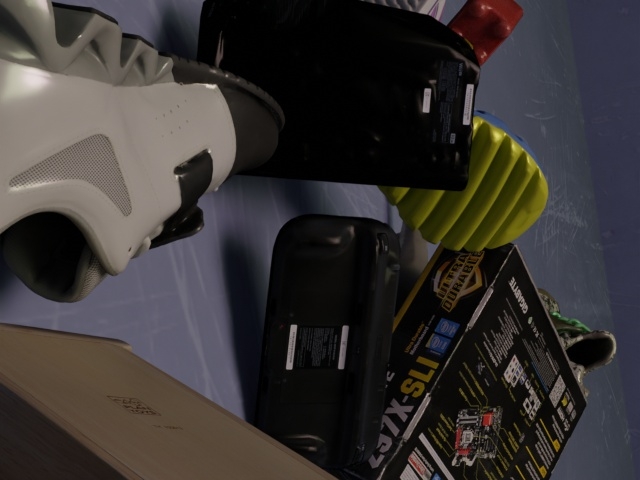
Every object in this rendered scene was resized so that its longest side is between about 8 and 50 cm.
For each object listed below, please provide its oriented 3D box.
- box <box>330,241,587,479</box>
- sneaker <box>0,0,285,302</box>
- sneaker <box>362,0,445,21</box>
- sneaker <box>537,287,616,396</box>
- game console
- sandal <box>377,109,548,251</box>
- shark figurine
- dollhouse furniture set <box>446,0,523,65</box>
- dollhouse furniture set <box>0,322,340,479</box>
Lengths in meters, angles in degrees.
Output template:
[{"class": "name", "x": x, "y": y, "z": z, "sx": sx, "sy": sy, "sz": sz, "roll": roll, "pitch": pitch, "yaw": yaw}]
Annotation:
[{"class": "box", "x": 0.145, "y": 0.181, "z": 1.046, "sx": 0.257, "sy": 0.079, "sz": 0.322, "roll": -56, "pitch": 140, "yaw": -19}, {"class": "sneaker", "x": -0.124, "y": -0.041, "z": 0.596, "sx": 0.330, "sy": 0.123, "sz": 0.146, "roll": 4, "pitch": 96, "yaw": -68}, {"class": "sneaker", "x": 0.082, "y": -0.212, "z": 1.084, "sx": 0.282, "sy": 0.102, "sz": 0.161, "roll": -68, "pitch": 158, "yaw": 2}, {"class": "sneaker", "x": 0.319, "y": 0.161, "z": 1.467, "sx": 0.410, "sy": 0.182, "sz": 0.158, "roll": -38, "pitch": 116, "yaw": -65}, {"class": "game console", "x": 0.000, "y": 0.000, "z": 0.807, "sx": 0.044, "sy": 0.213, "sz": 0.361, "roll": -154, "pitch": -111, "yaw": -72}, {"class": "sandal", "x": 0.062, "y": -0.102, "z": 0.914, "sx": 0.317, "sy": 0.126, "sz": 0.138, "roll": 29, "pitch": 29, "yaw": -22}, {"class": "shark figurine", "x": 0.104, "y": 0.019, "z": 1.101, "sx": 0.278, "sy": 0.116, "sz": 0.166, "roll": -58, "pitch": 135, "yaw": -56}, {"class": "dollhouse furniture set", "x": 0.111, "y": -0.351, "z": 1.140, "sx": 0.152, "sy": 0.201, "sz": 0.374, "roll": -61, "pitch": 136, "yaw": -57}, {"class": "dollhouse furniture set", "x": -0.159, "y": 0.204, "z": 0.436, "sx": 0.286, "sy": 0.198, "sz": 0.303, "roll": 16, "pitch": 95, "yaw": -50}]
